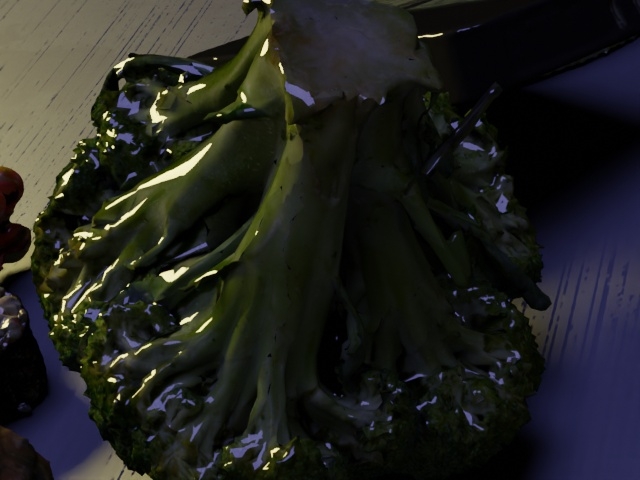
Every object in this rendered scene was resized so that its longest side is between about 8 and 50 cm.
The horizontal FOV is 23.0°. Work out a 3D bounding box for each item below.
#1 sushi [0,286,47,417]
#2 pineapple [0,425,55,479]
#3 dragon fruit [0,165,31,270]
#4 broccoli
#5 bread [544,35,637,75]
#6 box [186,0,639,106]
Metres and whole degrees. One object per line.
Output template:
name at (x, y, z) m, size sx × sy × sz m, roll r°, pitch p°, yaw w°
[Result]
sushi at (-0.259, 0.085, 1.027) m, size 0.150 × 0.078 × 0.090 m, roll -21°, pitch 40°, yaw -11°
pineapple at (-0.215, 0.203, 0.800) m, size 0.128 × 0.128 × 0.248 m, roll -7°, pitch 37°, yaw 14°
dragon fruit at (-0.289, 0.004, 1.136) m, size 0.133 × 0.150 × 0.208 m, roll 35°, pitch 45°, yaw 16°
broccoli at (0.000, 0.000, 0.870) m, size 0.304 × 0.283 × 0.321 m, roll -6°, pitch 49°, yaw -18°
bread at (0.188, -0.202, 1.253) m, size 0.156 × 0.110 × 0.103 m, roll -27°, pitch 40°, yaw -13°
box at (0.069, -0.146, 1.161) m, size 0.211 × 0.058 × 0.350 m, roll -23°, pitch 14°, yaw -33°
